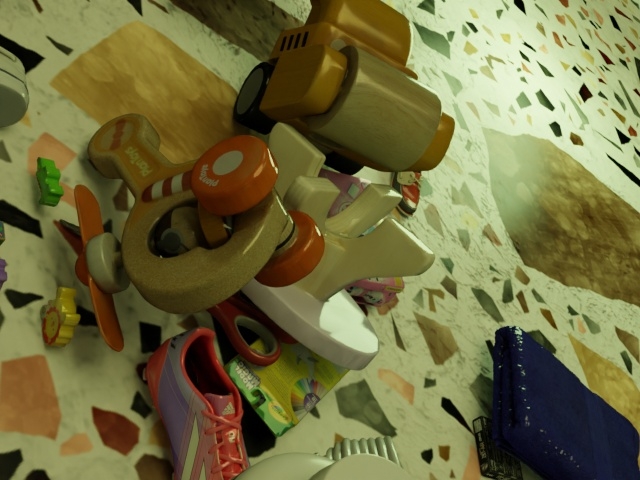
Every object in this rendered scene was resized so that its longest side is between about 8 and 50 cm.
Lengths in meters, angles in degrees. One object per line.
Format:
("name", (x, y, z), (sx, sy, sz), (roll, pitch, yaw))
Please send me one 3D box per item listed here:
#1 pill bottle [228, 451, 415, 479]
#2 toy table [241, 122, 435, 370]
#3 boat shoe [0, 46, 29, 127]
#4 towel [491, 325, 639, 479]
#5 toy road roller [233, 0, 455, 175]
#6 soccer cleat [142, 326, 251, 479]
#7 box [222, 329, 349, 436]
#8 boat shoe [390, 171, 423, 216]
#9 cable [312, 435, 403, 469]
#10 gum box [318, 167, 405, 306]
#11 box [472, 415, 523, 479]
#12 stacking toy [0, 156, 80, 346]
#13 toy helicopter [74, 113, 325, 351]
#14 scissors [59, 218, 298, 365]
("pill bottle", (-0.053, 0.287, 0.768), (0.182, 0.323, 0.181), (27, 44, -29))
("toy table", (0.000, 0.000, 1.128), (0.274, 0.161, 0.252), (40, 18, 9))
("boat shoe", (-0.426, -0.202, 0.990), (0.258, 0.095, 0.084), (29, 38, -42))
("towel", (0.359, 0.283, 1.383), (0.308, 0.076, 0.227), (41, 30, -20))
("toy road roller", (0.044, -0.230, 1.275), (0.203, 0.329, 0.240), (24, 86, -25))
("soccer cleat", (-0.106, 0.208, 0.965), (0.083, 0.095, 0.248), (-3, 62, -47))
("box", (-0.039, 0.153, 1.123), (0.105, 0.043, 0.179), (52, 35, 1))
("boat shoe", (0.142, -0.099, 1.509), (0.049, 0.043, 0.137), (30, 44, -29))
("cable", (0.064, 0.321, 0.945), (0.257, 0.089, 0.257), (53, 22, -81))
("gum box", (0.038, 0.000, 1.305), (0.107, 0.062, 0.188), (10, 53, -41))
("box", (0.245, 0.290, 1.317), (0.067, 0.018, 0.083), (22, 46, -32))
("stacking toy", (-0.335, -0.004, 0.947), (0.167, 0.052, 0.221), (13, 50, -41))
("toy helicopter", (-0.175, -0.034, 1.006), (0.355, 0.235, 0.140), (44, -10, 48))
("scissors", (-0.151, 0.042, 1.089), (0.297, 0.021, 0.109), (35, 38, -1))
